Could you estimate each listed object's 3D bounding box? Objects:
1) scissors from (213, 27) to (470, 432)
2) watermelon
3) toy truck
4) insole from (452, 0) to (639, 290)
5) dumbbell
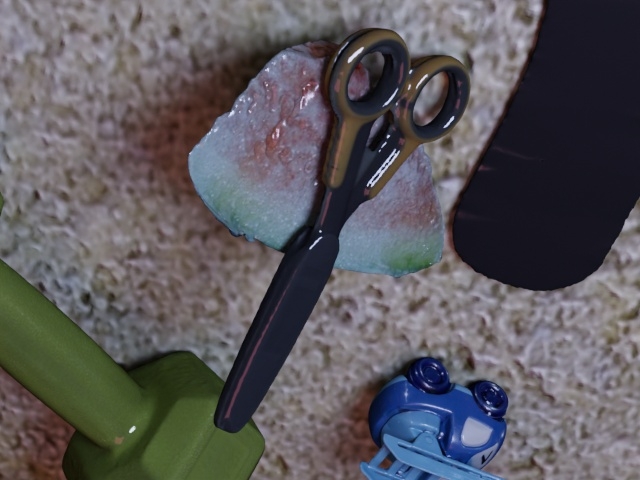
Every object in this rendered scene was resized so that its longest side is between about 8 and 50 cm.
[{"bbox_3d":[0.000,0.000,0.967,0.088,0.017,0.220,16,105,-43],"label":"scissors"},{"bbox_3d":[0.002,-0.039,0.989,0.094,0.081,0.180,-30,142,13],"label":"watermelon"},{"bbox_3d":[0.092,0.126,1.134,0.136,0.074,0.063,20,134,-13],"label":"toy truck"},{"bbox_3d":[0.156,-0.091,0.952,0.119,0.009,0.348,18,135,-8],"label":"insole"},{"bbox_3d":[-0.157,0.057,1.077,0.108,0.121,0.302,3,144,49],"label":"dumbbell"}]
